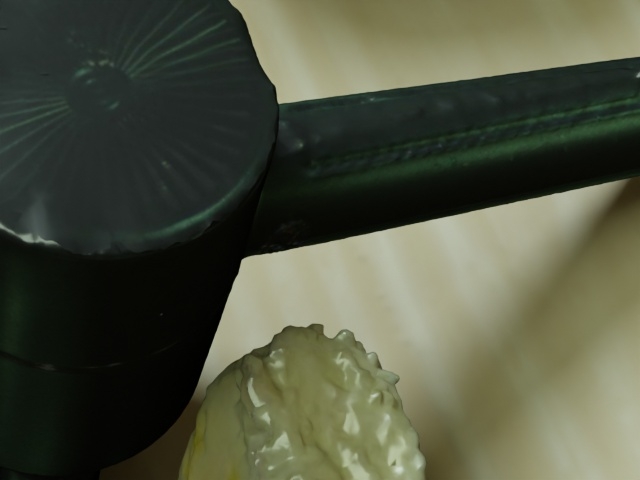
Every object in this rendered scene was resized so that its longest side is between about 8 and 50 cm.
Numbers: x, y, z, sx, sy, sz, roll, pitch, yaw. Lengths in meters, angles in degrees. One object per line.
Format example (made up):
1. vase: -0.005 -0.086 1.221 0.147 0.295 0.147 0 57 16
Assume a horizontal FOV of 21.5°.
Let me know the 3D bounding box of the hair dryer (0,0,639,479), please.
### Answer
1. hair dryer: 0.000 0.000 0.620 0.302 0.244 0.116 -9 64 -16

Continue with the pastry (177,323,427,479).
1. pastry: 0.010 0.148 0.527 0.089 0.121 0.258 -13 52 -9
